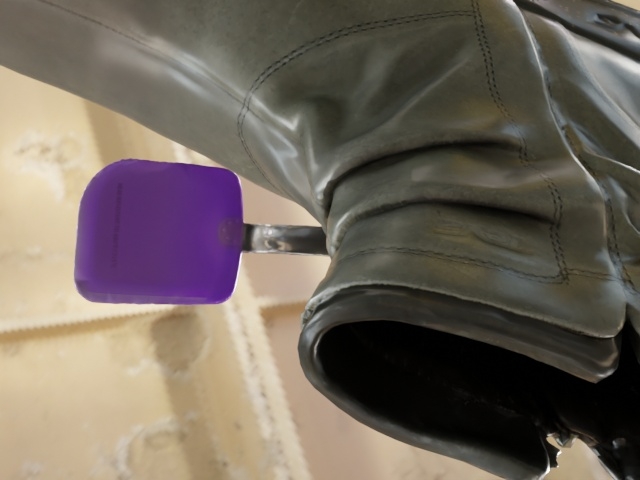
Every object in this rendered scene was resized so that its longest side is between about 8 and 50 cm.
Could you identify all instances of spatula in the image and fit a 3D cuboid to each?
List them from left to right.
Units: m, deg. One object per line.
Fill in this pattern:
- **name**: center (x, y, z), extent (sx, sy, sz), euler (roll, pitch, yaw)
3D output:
- **spatula**: center (0.000, 0.000, 0.965), extent (0.296, 0.030, 0.084), euler (3, -88, -26)

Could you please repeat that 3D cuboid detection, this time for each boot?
- **boot**: center (0.007, -0.024, 0.395), extent (0.246, 0.083, 0.161), euler (16, -147, -9)
